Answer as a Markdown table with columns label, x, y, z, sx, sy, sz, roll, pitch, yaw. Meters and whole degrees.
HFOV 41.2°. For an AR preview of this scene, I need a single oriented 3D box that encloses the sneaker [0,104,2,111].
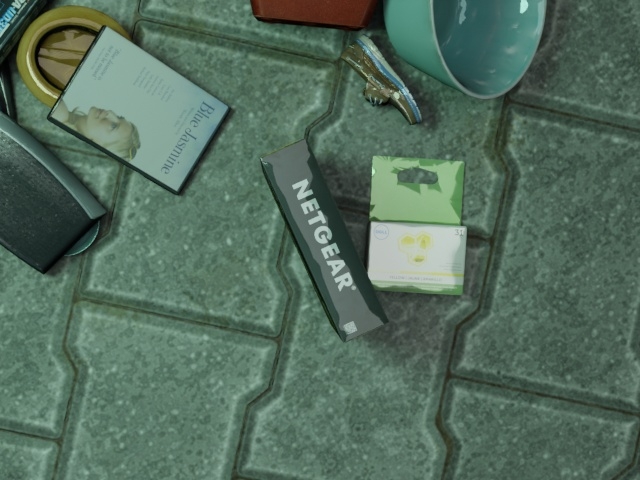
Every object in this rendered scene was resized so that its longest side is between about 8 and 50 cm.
| label | x | y | z | sx | sy | sz | roll | pitch | yaw |
| --- | --- | --- | --- | --- | --- | --- | --- | --- | --- |
| sneaker | -0.563 | -0.168 | 1.441 | 0.069 | 0.082 | 0.209 | -8 | 109 | -18 |

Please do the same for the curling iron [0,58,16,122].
| label | x | y | z | sx | sy | sz | roll | pitch | yaw |
| --- | --- | --- | --- | --- | --- | --- | --- | --- | --- |
| curling iron | -0.538 | -0.332 | 1.448 | 0.068 | 0.035 | 0.273 | -3 | 90 | -3 |

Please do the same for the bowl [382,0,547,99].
| label | x | y | z | sx | sy | sz | roll | pitch | yaw |
| --- | --- | --- | --- | --- | --- | --- | --- | --- | --- |
| bowl | 0.217 | -0.392 | 1.388 | 0.312 | 0.163 | 0.311 | -15 | 112 | -42 |

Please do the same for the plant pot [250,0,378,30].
| label | x | y | z | sx | sy | sz | roll | pitch | yaw |
| --- | --- | --- | --- | --- | --- | --- | --- | --- | --- |
| plant pot | -0.009 | -0.468 | 1.378 | 0.268 | 0.267 | 0.235 | 6 | 102 | -3 |

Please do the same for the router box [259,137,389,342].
| label | x | y | z | sx | sy | sz | roll | pitch | yaw |
| --- | --- | --- | --- | --- | --- | --- | --- | --- | --- |
| router box | 0.000 | 0.000 | 1.377 | 0.081 | 0.243 | 0.308 | -24 | 91 | -3 |

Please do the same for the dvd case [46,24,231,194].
| label | x | y | z | sx | sy | sz | roll | pitch | yaw |
| --- | --- | --- | --- | --- | --- | --- | --- | --- | --- |
| dvd case | -0.298 | -0.212 | 1.422 | 0.253 | 0.022 | 0.180 | 31 | 88 | -26 |

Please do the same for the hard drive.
| label | x | y | z | sx | sy | sz | roll | pitch | yaw |
| --- | --- | --- | --- | --- | --- | --- | --- | --- | --- |
| hard drive | -0.500 | -0.078 | 1.398 | 0.172 | 0.054 | 0.254 | -44 | 104 | 1 |

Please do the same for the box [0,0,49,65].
| label | x | y | z | sx | sy | sz | roll | pitch | yaw |
| --- | --- | --- | --- | --- | --- | --- | --- | --- | --- |
| box | -0.554 | -0.399 | 1.386 | 0.175 | 0.051 | 0.220 | 29 | 71 | -5 |

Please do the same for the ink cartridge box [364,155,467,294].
| label | x | y | z | sx | sy | sz | roll | pitch | yaw |
| --- | --- | --- | --- | --- | --- | --- | --- | --- | --- |
| ink cartridge box | 0.167 | -0.027 | 1.480 | 0.171 | 0.056 | 0.234 | 4 | 92 | -2 |

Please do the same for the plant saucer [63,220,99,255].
| label | x | y | z | sx | sy | sz | roll | pitch | yaw |
| --- | --- | --- | --- | --- | --- | --- | --- | --- | --- |
| plant saucer | -0.438 | -0.033 | 1.462 | 0.120 | 0.021 | 0.119 | 0 | 90 | -2 |

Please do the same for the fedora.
| label | x | y | z | sx | sy | sz | roll | pitch | yaw |
| --- | --- | --- | --- | --- | --- | --- | --- | --- | --- |
| fedora | -0.406 | -0.298 | 1.434 | 0.195 | 0.079 | 0.194 | 0 | 92 | -12 |

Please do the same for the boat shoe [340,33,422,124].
| label | x | y | z | sx | sy | sz | roll | pitch | yaw |
| --- | --- | --- | --- | --- | --- | --- | --- | --- | --- |
| boat shoe | 0.105 | -0.266 | 1.474 | 0.066 | 0.066 | 0.183 | -36 | 82 | 2 |
